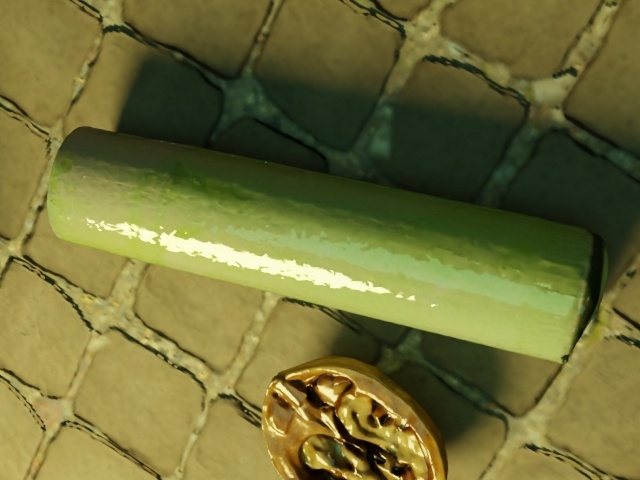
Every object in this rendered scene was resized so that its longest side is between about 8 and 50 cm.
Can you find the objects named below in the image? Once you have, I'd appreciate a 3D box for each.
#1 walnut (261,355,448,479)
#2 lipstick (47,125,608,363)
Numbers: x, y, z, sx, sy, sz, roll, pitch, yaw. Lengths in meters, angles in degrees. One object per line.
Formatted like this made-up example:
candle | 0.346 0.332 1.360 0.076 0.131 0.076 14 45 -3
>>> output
walnut | 0.024 0.114 0.548 0.121 0.052 0.091 41 110 5
lipstick | 0.000 0.000 0.519 0.304 0.076 0.076 12 104 12
